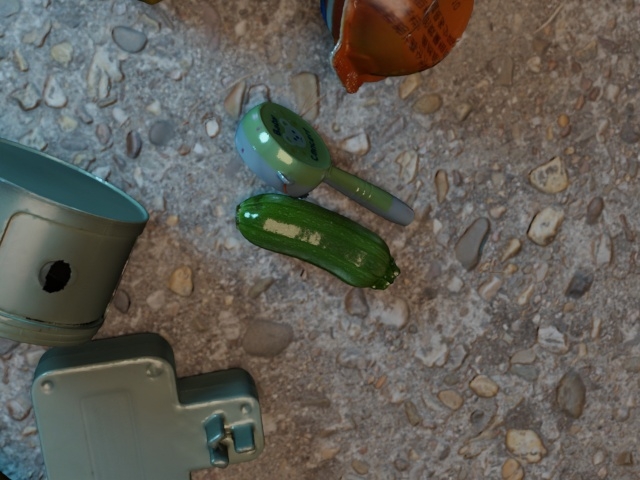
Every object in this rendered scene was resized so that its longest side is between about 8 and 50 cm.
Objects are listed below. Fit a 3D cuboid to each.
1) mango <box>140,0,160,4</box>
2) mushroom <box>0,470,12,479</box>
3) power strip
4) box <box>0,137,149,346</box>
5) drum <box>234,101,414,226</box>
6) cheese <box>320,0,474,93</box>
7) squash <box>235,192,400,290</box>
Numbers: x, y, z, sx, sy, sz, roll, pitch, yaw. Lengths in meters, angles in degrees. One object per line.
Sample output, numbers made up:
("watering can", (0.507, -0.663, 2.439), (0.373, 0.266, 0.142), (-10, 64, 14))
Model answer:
("mango", (-0.240, -0.348, 1.054), (0.248, 0.151, 0.156), (49, 57, -16))
("mushroom", (-0.436, 0.352, 1.174), (0.283, 0.195, 0.263), (18, 136, -12))
("power strip", (-0.198, 0.237, 1.230), (0.261, 0.141, 0.229), (-8, 107, -7))
("box", (-0.314, -0.003, 1.091), (0.226, 0.226, 0.149), (22, 99, -17))
("drum", (0.004, -0.091, 1.227), (0.253, 0.130, 0.049), (16, 127, -44))
("cheese", (0.115, -0.308, 1.149), (0.329, 0.129, 0.217), (-56, 153, -7))
("squash", (0.000, 0.000, 1.242), (0.219, 0.068, 0.077), (26, 86, -17))
